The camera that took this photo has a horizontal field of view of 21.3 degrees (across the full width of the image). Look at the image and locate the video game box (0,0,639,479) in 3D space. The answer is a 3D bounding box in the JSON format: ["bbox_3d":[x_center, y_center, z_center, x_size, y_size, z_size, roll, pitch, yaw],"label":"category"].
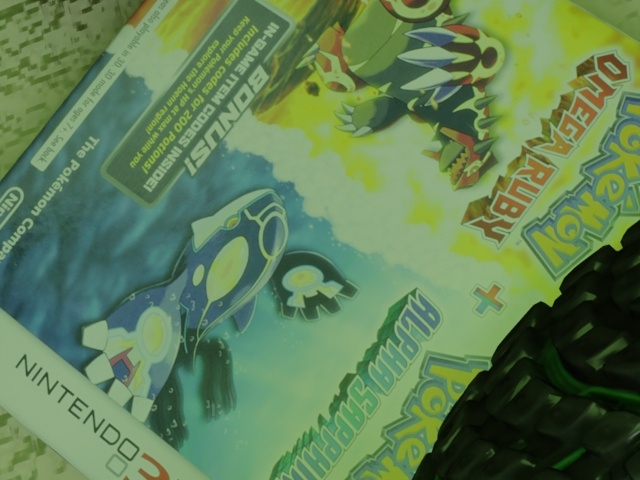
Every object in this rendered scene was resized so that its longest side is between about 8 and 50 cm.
[{"bbox_3d":[0.000,0.000,0.524,0.187,0.048,0.205,35,85,20],"label":"video game box"}]

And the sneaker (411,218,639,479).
[{"bbox_3d":[0.170,0.042,0.406,0.343,0.134,0.146,-27,103,6],"label":"sneaker"}]
